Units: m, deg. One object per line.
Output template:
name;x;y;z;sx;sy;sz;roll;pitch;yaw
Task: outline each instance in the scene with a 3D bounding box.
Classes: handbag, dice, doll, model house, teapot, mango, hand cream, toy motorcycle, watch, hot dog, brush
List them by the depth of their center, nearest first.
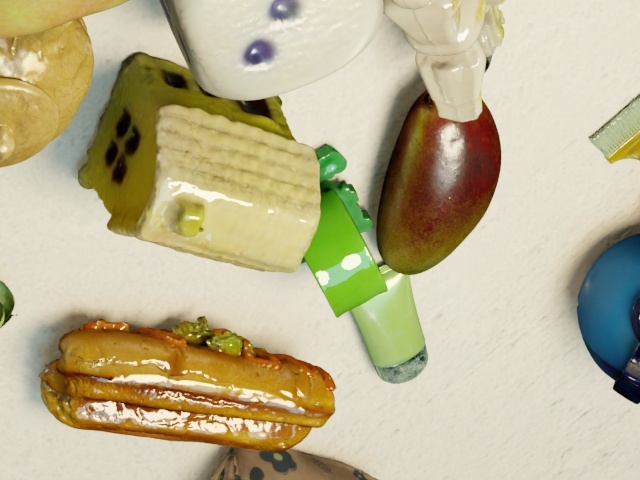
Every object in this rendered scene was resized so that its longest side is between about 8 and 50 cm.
teapot;-0.314;-0.133;1.400;0.203;0.167;0.311;12;137;-37
dice;-0.060;-0.261;1.414;0.193;0.194;0.192;-20;130;-5
toy motorcycle;0.117;-0.272;1.475;0.107;0.223;0.341;1;133;22
model house;-0.118;-0.051;1.522;0.193;0.234;0.175;17;117;-30
watch;0.000;0.000;1.667;0.131;0.152;0.165;-26;133;-1
mango;0.135;-0.062;1.703;0.133;0.111;0.268;-19;138;-35
hot dog;-0.151;0.161;1.748;0.348;0.117;0.158;9;149;-20
hand cream;0.085;0.102;1.852;0.095;0.046;0.175;-23;124;-5
doll;0.454;0.062;1.855;0.240;0.284;0.310;27;107;11
brush;0.412;-0.098;1.859;0.083;0.011;0.205;-42;131;11
handbag;-0.045;0.388;1.927;0.251;0.190;0.193;19;123;-24

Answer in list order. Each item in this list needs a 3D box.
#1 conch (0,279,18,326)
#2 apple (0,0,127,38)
conch;-0.389;0.087;1.624;0.105;0.079;0.170;18;132;-26
apple;-0.262;-0.323;1.207;0.319;0.319;0.277;-19;122;-9
